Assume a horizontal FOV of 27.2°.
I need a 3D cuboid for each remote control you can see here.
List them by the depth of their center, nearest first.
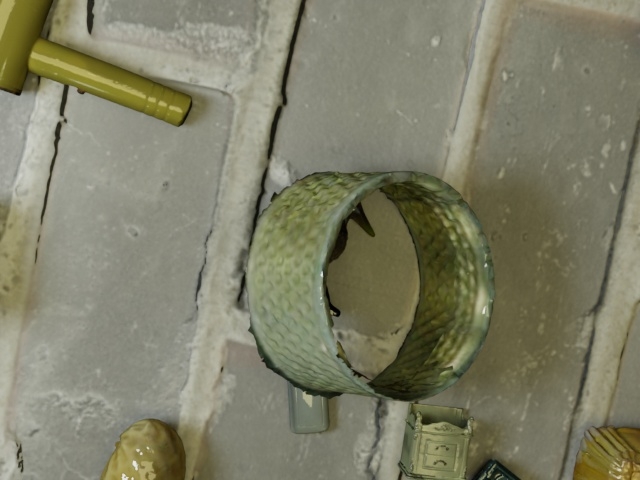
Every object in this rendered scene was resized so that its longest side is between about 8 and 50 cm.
[{"bbox_3d":[-0.017,0.147,1.620,0.049,0.027,0.184,-5,95,-7],"label":"remote control"}]

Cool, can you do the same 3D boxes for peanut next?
[{"bbox_3d":[-0.208,0.326,1.579,0.103,0.098,0.230,3,96,34],"label":"peanut"}]

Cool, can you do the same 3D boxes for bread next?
[{"bbox_3d":[0.383,0.380,1.651,0.152,0.119,0.288,5,96,-11],"label":"bread"}]

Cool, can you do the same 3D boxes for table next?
[{"bbox_3d":[0.143,0.250,1.634,0.079,0.062,0.083,7,94,-9],"label":"table"}]

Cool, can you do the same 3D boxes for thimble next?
[{"bbox_3d":[0.059,0.053,1.506,0.270,0.150,0.271,0,91,-37],"label":"thimble"}]

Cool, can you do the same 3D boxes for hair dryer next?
[{"bbox_3d":[-0.278,-0.210,1.531,0.278,0.090,0.135,20,90,-15],"label":"hair dryer"}]

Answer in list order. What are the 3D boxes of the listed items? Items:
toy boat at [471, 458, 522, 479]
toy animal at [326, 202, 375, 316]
[{"bbox_3d":[0.192,0.341,1.654,0.055,0.060,0.141,39,93,-11],"label":"toy boat"},{"bbox_3d":[0.002,0.010,1.586,0.105,0.070,0.202,49,65,-42],"label":"toy animal"}]
